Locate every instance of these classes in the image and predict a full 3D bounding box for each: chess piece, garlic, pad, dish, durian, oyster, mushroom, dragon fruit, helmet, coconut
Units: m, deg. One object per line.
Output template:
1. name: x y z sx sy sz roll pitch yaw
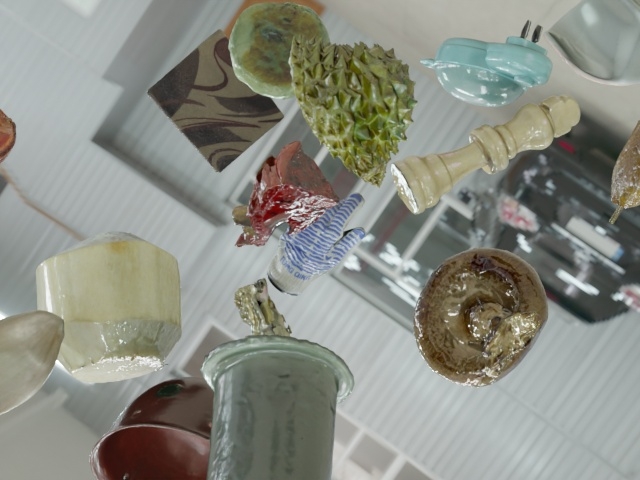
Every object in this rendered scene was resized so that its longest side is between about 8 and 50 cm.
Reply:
1. chess piece: 0.339 -0.185 1.953 0.117 0.397 0.117 63 174 12
2. garlic: -0.578 0.227 1.659 0.112 0.318 0.143 21 134 55
3. pad: -0.233 -0.311 2.260 0.004 0.220 0.330 47 178 40
4. dish: 0.368 -0.249 1.092 0.154 0.234 0.064 -113 11 -45
5. durian: 0.039 -0.166 1.050 0.119 0.108 0.187 15 -132 -61
6. oyster: -0.104 0.139 1.725 0.133 0.072 0.209 51 -168 -55
7. mushroom: 0.359 0.190 2.311 0.334 0.331 0.356 42 -154 25
8. dragon fruit: -0.063 -0.060 1.455 0.122 0.192 0.092 5 -126 -27
9. helmet: -0.247 0.406 1.927 0.337 0.385 0.230 4 -137 13
10. coconut: -0.427 0.122 1.985 0.323 0.323 0.323 34 -175 -3

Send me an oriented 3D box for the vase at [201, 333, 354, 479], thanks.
1. vase: -0.074 0.319 1.456 0.245 0.245 0.291 32 -136 -31

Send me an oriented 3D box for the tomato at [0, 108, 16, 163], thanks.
1. tomato: -0.478 -0.129 1.256 0.155 0.069 0.155 18 -135 -19

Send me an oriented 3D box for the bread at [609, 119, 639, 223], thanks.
1. bread: 0.711 -0.187 2.103 0.084 0.344 0.124 20 -164 -18

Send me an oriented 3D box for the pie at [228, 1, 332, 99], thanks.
1. pie: -0.069 -0.333 1.699 0.187 0.187 0.041 35 167 5

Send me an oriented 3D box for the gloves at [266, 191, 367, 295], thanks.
1. gloves: -0.003 0.003 1.767 0.119 0.229 0.097 41 -175 6

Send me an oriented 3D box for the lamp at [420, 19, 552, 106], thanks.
1. lamp: 0.361 -0.363 2.074 0.209 0.147 0.284 14 163 -37
